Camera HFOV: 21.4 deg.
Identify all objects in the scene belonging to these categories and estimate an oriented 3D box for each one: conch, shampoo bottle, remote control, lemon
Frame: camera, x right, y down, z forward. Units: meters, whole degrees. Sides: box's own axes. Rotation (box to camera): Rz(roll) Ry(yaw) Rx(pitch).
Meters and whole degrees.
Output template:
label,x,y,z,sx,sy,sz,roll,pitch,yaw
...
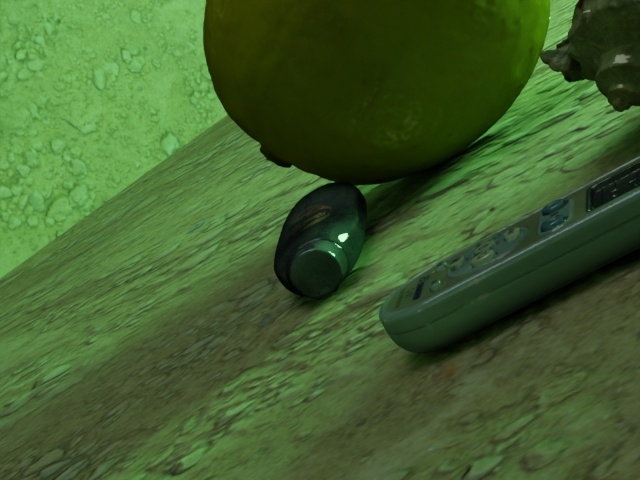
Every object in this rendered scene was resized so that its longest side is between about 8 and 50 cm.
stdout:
label,x,y,z,sx,sy,sz,roll,pitch,yaw
conch,0.257,-0.183,1.284,0.178,0.163,0.245,2,55,39
shampoo bottle,0.000,0.000,1.495,0.087,0.049,0.234,-31,11,10
remote control,0.149,0.005,1.084,0.244,0.047,0.087,-28,8,17
lemon,0.051,-0.218,1.637,0.348,0.348,0.348,-30,11,6
